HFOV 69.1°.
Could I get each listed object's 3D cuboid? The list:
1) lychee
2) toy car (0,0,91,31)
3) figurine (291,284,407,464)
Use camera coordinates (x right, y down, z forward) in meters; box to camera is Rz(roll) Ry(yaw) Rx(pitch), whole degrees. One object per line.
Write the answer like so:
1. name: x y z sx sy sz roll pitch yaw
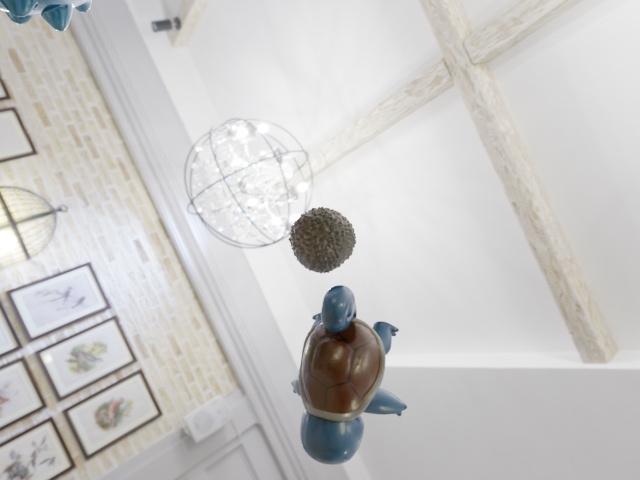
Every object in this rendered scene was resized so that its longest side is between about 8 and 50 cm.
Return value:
1. lychee: 0.000 0.000 1.141 0.197 0.165 0.165 -23 -88 51
2. toy car: -0.321 -0.342 0.517 0.189 0.255 0.190 23 -47 -7
3. figurine: 0.060 0.296 1.092 0.298 0.243 0.415 6 -82 13
